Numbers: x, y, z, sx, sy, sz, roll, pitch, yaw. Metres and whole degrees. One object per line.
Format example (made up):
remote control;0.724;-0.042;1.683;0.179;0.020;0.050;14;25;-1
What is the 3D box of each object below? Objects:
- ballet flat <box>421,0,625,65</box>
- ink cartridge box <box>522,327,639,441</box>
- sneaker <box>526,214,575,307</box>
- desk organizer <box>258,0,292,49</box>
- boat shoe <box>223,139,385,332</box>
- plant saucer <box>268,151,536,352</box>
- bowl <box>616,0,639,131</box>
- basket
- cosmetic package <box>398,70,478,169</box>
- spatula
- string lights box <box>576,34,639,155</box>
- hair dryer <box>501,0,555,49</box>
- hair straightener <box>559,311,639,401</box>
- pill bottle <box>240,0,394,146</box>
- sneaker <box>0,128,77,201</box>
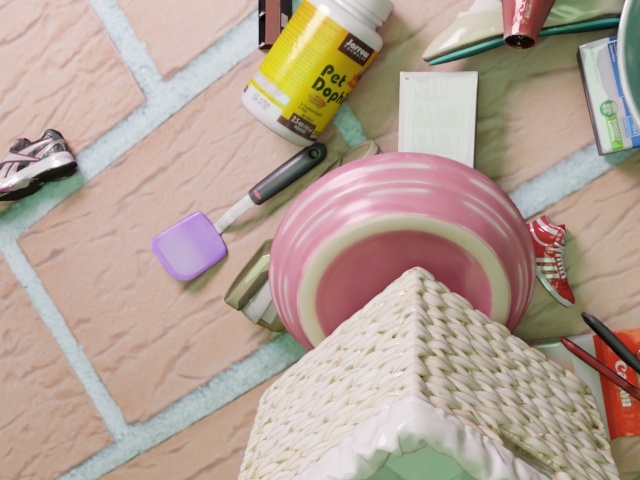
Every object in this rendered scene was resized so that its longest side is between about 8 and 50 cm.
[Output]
ballet flat;0.242;-0.276;0.925;0.249;0.086;0.086;-10;93;8
ink cartridge box;0.339;0.194;0.967;0.180;0.045;0.145;-9;94;20
sneaker;0.299;0.023;0.960;0.067;0.042;0.118;-39;82;20
desk organizer;-0.069;-0.326;1.029;0.050;0.047;0.130;3;97;18
boat shoe;0.000;0.000;1.019;0.103;0.113;0.302;38;112;-11
plant saucer;0.099;0.058;0.930;0.333;0.084;0.331;2;120;3
bowl;0.450;-0.185;0.748;0.312;0.163;0.311;2;96;16
basket;0.114;0.259;0.843;0.328;0.266;0.331;35;123;-17
cosmetic package;0.150;-0.095;0.981;0.099;0.060;0.238;3;97;12
spatula;-0.111;-0.046;1.079;0.297;0.030;0.084;-35;87;17
string lights box;0.443;-0.193;0.876;0.260;0.077;0.133;-13;91;17
hair dryer;0.310;-0.324;0.848;0.294;0.080;0.223;-39;73;-1
hair straightener;0.410;0.160;0.926;0.230;0.047;0.089;37;93;4
pill bottle;-0.001;-0.236;0.980;0.117;0.117;0.215;39;105;9
sneaker;-0.456;-0.115;1.163;0.178;0.072;0.077;-18;79;10
